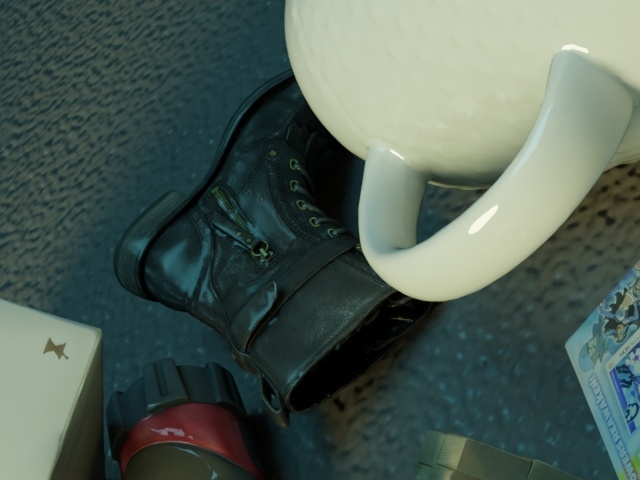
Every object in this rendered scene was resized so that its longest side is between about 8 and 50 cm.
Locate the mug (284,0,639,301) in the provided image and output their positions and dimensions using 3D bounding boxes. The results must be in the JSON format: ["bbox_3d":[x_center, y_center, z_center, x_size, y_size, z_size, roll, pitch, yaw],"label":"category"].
[{"bbox_3d":[0.123,-0.132,1.122,0.328,0.276,0.374,-28,37,51],"label":"mug"}]

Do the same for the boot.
[{"bbox_3d":[0.000,0.000,1.330,0.229,0.091,0.263,28,68,41],"label":"boot"}]

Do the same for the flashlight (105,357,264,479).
[{"bbox_3d":[-0.071,0.212,1.216,0.304,0.103,0.103,-107,35,-47],"label":"flashlight"}]

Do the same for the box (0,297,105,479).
[{"bbox_3d":[-0.254,0.183,1.233,0.345,0.168,0.215,105,-177,-67],"label":"box"}]

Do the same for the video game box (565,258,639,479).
[{"bbox_3d":[0.227,0.068,1.004,0.187,0.048,0.205,-51,33,28],"label":"video game box"}]

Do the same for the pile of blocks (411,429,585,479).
[{"bbox_3d":[-0.018,0.214,1.078,0.362,0.149,0.112,-16,1,-11],"label":"pile of blocks"}]
